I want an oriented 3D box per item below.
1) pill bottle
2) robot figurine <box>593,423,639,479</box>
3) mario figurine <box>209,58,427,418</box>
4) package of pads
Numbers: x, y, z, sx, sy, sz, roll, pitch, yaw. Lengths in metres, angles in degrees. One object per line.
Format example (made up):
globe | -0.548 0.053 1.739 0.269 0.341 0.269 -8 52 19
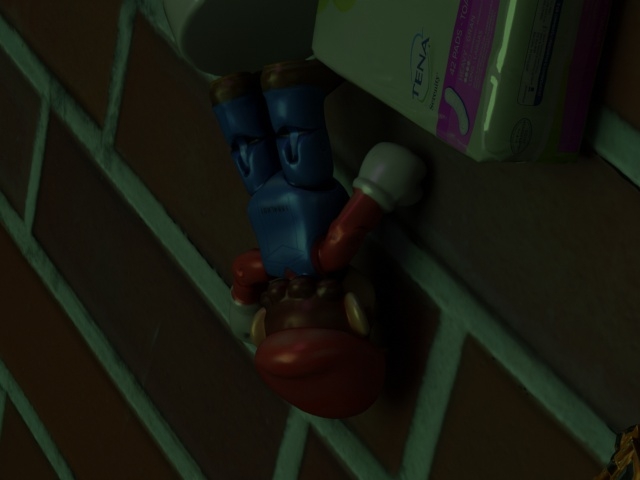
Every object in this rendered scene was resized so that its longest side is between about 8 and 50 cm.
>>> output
pill bottle | -0.100 -0.344 1.712 0.204 0.204 0.361 -53 49 49
robot figurine | 0.266 0.249 1.277 0.291 0.085 0.211 64 142 33
mario figurine | 0.000 0.000 1.673 0.198 0.170 0.320 178 81 -75
package of pads | 0.111 -0.202 1.472 0.296 0.101 0.229 40 126 52
